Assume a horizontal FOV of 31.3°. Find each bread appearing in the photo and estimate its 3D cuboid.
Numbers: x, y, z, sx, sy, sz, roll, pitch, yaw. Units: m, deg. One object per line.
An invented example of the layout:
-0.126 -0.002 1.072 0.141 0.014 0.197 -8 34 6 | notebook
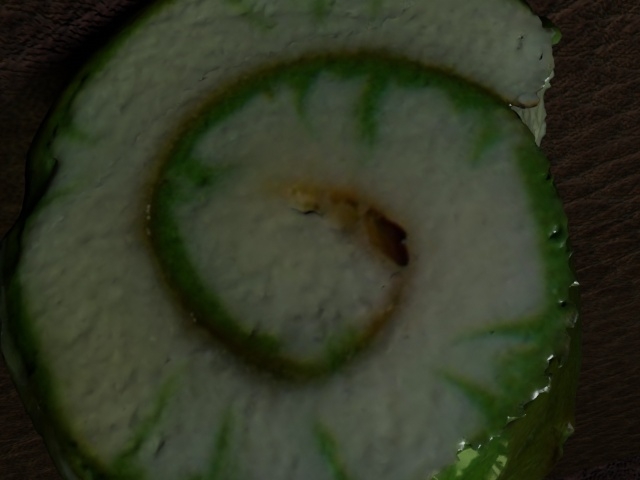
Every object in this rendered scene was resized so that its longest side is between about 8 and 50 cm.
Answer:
0.000 0.000 0.664 0.382 0.366 0.129 -45 150 -6 | bread
